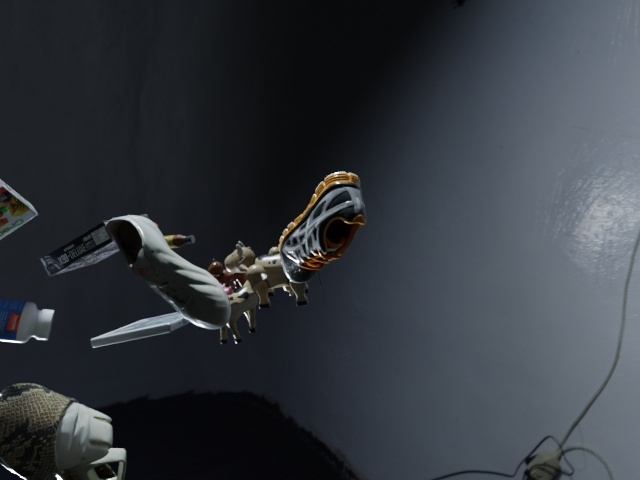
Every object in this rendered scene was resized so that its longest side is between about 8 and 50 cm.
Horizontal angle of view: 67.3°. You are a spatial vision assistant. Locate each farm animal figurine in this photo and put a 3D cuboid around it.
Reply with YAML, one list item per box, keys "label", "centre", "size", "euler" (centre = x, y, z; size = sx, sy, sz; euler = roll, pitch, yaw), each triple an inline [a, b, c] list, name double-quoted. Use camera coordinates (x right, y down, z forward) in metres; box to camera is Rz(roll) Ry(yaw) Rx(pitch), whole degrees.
- label: "farm animal figurine"
  centre: [-0.158, 0.092, 1.225]
  size: [0.330, 0.326, 0.173]
  euler: [-129, 30, -66]

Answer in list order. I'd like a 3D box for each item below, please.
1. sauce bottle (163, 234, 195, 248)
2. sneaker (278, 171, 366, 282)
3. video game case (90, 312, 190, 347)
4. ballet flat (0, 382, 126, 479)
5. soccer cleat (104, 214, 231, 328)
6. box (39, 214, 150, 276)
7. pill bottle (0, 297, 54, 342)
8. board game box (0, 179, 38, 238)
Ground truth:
- label: "sauce bottle"
  centre: [-0.457, 0.003, 1.509]
  size: [0.128, 0.042, 0.042]
  euler: [-5, 88, 16]
- label: "sneaker"
  centre: [0.000, 0.000, 0.716]
  size: [0.215, 0.084, 0.083]
  euler: [-60, 38, 40]
- label: "video game case"
  centre: [-0.360, 0.183, 1.042]
  size: [0.190, 0.173, 0.022]
  euler: [-13, 91, 15]
- label: "ballet flat"
  centre: [-0.492, 0.433, 0.977]
  size: [0.164, 0.181, 0.483]
  euler: [-94, 8, -46]
- label: "soccer cleat"
  centre: [-0.194, 0.042, 0.603]
  size: [0.196, 0.076, 0.068]
  euler: [42, 101, 15]
- label: "box"
  centre: [-0.789, 0.014, 1.723]
  size: [0.307, 0.242, 0.077]
  euler: [-26, 92, 18]
- label: "pill bottle"
  centre: [-0.912, 0.234, 1.410]
  size: [0.124, 0.221, 0.125]
  euler: [-40, 45, 55]
- label: "board game box"
  centre: [-1.039, -0.044, 1.435]
  size: [0.053, 0.305, 0.193]
  euler: [47, 165, 15]
